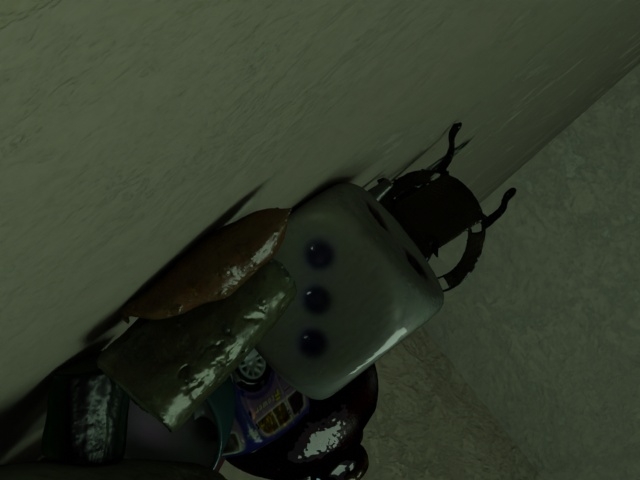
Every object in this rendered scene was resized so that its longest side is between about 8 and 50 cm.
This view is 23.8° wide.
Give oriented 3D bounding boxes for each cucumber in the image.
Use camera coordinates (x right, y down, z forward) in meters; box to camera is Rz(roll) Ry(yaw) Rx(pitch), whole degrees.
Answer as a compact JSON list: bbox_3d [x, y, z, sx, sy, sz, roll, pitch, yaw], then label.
[{"bbox_3d":[-0.232,0.176,1.567,0.116,0.062,0.115,-26,125,-67],"label":"cucumber"}]

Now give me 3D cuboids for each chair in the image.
[{"bbox_3d":[0.151,-0.029,2.077,0.149,0.174,0.213,-32,162,-23],"label":"chair"}]

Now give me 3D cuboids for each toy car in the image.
[{"bbox_3d":[-0.096,0.196,2.107,0.172,0.158,0.235,-16,-167,47],"label":"toy car"}]

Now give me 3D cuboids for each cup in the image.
[{"bbox_3d":[-0.175,0.195,1.831,0.300,0.167,0.173,-39,-175,18],"label":"cup"}]

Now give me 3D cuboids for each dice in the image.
[{"bbox_3d":[0.017,0.058,1.754,0.193,0.192,0.194,-38,174,14],"label":"dice"}]

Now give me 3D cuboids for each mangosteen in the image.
[{"bbox_3d":[-0.040,0.259,2.399,0.297,0.313,0.297,-28,178,-1],"label":"mangosteen"}]

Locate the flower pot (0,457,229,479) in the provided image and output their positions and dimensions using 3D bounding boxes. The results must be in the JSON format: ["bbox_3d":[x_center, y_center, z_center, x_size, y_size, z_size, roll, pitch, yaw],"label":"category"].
[{"bbox_3d":[-0.237,0.358,1.588,0.330,0.293,0.293,-5,151,-47],"label":"flower pot"}]

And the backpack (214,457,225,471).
[{"bbox_3d":[-0.273,0.348,2.268,0.317,0.197,0.283,-48,169,36],"label":"backpack"}]

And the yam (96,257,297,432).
[{"bbox_3d":[-0.118,0.087,1.498,0.194,0.107,0.107,-46,176,-10],"label":"yam"}]

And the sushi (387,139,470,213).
[{"bbox_3d":[0.116,-0.031,2.415,0.290,0.050,0.264,-36,174,-31],"label":"sushi"}]

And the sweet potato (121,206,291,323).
[{"bbox_3d":[-0.104,0.028,1.428,0.206,0.060,0.068,-31,-174,15],"label":"sweet potato"}]

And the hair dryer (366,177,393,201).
[{"bbox_3d":[0.001,0.000,1.992,0.220,0.053,0.195,-44,177,-9],"label":"hair dryer"}]
